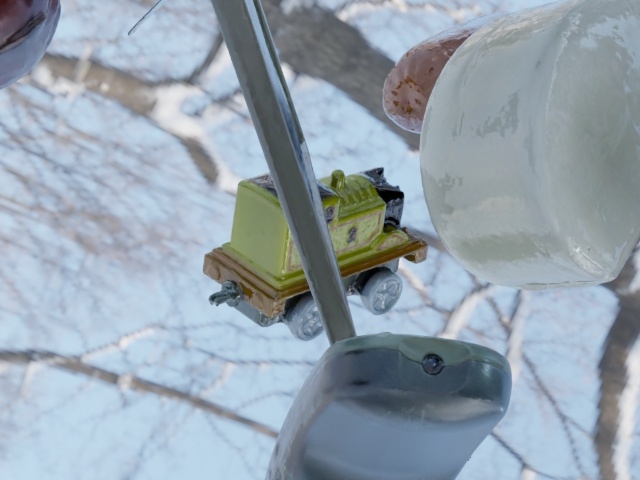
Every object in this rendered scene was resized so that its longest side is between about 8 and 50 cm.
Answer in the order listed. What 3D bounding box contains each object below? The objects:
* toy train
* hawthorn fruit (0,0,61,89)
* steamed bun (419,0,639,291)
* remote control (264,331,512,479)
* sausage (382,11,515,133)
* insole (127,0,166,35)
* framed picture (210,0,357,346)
[{"bbox_3d":[0.000,0.000,1.339,0.089,0.219,0.127,33,-53,38],"label":"toy train"},{"bbox_3d":[-0.407,-0.263,1.635,0.307,0.265,0.265,-12,-122,2],"label":"hawthorn fruit"},{"bbox_3d":[0.180,-0.091,1.295,0.146,0.164,0.242,-8,-137,48],"label":"steamed bun"},{"bbox_3d":[0.017,0.094,0.667,0.222,0.072,0.042,113,-18,-58],"label":"remote control"},{"bbox_3d":[0.157,-0.178,1.782,0.113,0.259,0.114,10,-68,27],"label":"sausage"},{"bbox_3d":[-0.089,-0.202,1.218,0.153,0.002,0.053,-47,-174,-15],"label":"insole"},{"bbox_3d":[-0.031,-0.089,0.895,0.019,0.209,0.281,-17,-155,1],"label":"framed picture"}]
